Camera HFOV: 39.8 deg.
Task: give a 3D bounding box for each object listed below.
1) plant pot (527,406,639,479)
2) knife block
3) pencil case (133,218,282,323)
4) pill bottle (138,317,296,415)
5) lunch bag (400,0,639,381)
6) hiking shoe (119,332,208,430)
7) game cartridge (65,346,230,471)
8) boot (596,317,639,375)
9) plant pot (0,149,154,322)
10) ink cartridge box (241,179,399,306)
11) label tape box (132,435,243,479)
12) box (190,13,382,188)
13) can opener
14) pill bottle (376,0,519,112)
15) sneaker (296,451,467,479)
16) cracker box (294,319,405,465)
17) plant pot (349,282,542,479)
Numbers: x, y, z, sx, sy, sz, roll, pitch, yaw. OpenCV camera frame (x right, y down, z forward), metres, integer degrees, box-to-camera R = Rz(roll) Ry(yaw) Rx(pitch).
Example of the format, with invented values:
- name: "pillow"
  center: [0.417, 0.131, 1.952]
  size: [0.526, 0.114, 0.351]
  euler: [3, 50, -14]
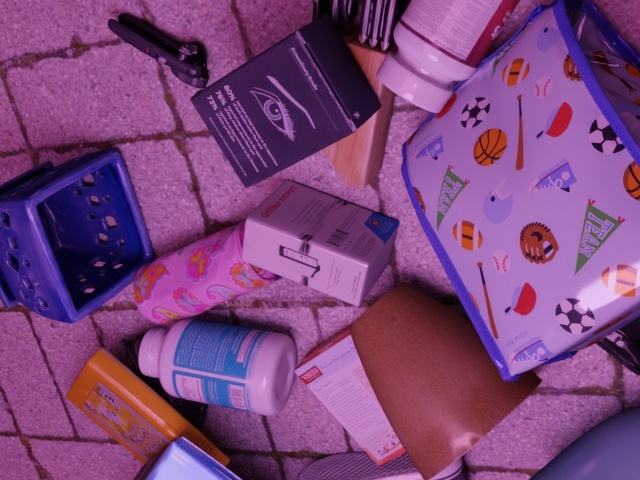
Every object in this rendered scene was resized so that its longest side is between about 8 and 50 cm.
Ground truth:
- name: "plant pot"
  center: [0.481, 0.386, 1.295]
  size: [0.293, 0.293, 0.235]
  euler: [36, 110, 3]
- name: "knife block"
  center: [0.073, -0.241, 1.253]
  size: [0.242, 0.088, 0.275]
  euler: [-27, 102, 34]
- name: "pencil case"
  center: [-0.192, 0.054, 1.517]
  size: [0.284, 0.124, 0.124]
  euler: [-24, 104, 32]
- name: "pill bottle"
  center: [-0.186, 0.219, 1.579]
  size: [0.264, 0.146, 0.146]
  euler: [9, 119, 17]
- name: "lunch bag"
  center: [0.306, -0.073, 1.141]
  size: [0.328, 0.239, 0.385]
  euler: [-44, 66, 37]
- name: "hiking shoe"
  center: [-0.303, 0.276, 1.724]
  size: [0.114, 0.086, 0.227]
  euler: [-10, 111, 48]
- name: "game cartridge"
  center: [-0.349, 0.367, 1.740]
  size: [0.324, 0.052, 0.285]
  euler: [43, 147, -1]
- name: "boot"
  center: [0.470, 0.137, 1.301]
  size: [0.121, 0.045, 0.099]
  euler: [36, 123, 5]
- name: "plant pot"
  center: [-0.463, -0.012, 1.546]
  size: [0.212, 0.236, 0.236]
  euler: [1, 117, 31]
- name: "ink cartridge box"
  center: [0.000, 0.000, 1.381]
  size: [0.203, 0.148, 0.086]
  euler: [21, 125, 15]
- name: "label tape box"
  center: [-0.230, 0.510, 1.659]
  size: [0.249, 0.115, 0.347]
  euler: [37, 149, -4]
- name: "box"
  center: [-0.047, -0.189, 1.217]
  size: [0.207, 0.108, 0.153]
  euler: [-23, 104, 33]
- name: "can opener"
  center: [-0.256, -0.303, 1.391]
  size: [0.186, 0.059, 0.073]
  euler: [31, 125, 7]
- name: "pill bottle"
  center: [0.170, -0.284, 1.137]
  size: [0.121, 0.121, 0.221]
  euler: [33, 111, 5]
- name: "sneaker"
  center: [0.111, 0.455, 1.588]
  size: [0.321, 0.126, 0.127]
  euler: [-11, 105, 28]
- name: "cracker box"
  center: [0.090, 0.261, 1.529]
  size: [0.156, 0.067, 0.232]
  euler: [-36, 98, 34]
- name: "plant pot"
  center: [0.171, 0.198, 1.384]
  size: [0.254, 0.237, 0.237]
  euler: [50, 126, 12]
